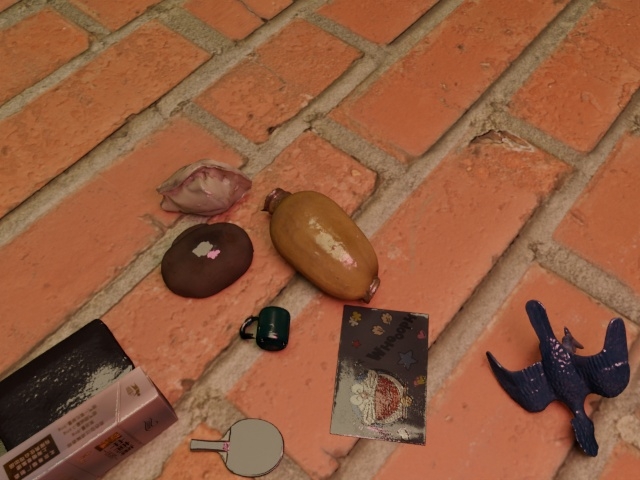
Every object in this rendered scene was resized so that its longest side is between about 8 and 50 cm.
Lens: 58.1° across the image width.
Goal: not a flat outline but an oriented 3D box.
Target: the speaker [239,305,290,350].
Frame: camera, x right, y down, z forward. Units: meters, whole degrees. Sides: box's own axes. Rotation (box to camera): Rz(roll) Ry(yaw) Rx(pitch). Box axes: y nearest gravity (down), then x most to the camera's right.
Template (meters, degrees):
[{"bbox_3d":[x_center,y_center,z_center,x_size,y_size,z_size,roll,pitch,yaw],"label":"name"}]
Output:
[{"bbox_3d":[-0.103,0.160,1.057,0.094,0.060,0.076,3,58,1],"label":"speaker"}]

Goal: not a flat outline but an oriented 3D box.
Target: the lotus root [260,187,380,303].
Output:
[{"bbox_3d":[-0.002,0.000,1.112,0.146,0.131,0.303,-36,66,-21],"label":"lotus root"}]

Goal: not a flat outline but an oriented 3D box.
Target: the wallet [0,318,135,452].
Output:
[{"bbox_3d":[-0.457,0.257,1.004,0.250,0.044,0.149,-37,66,-23],"label":"wallet"}]

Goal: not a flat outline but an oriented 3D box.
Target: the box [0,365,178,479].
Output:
[{"bbox_3d":[-0.356,0.314,0.909,0.242,0.155,0.067,-34,66,-17],"label":"box"}]

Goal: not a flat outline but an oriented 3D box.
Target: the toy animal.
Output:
[{"bbox_3d":[0.415,0.223,0.972,0.255,0.239,0.176,52,31,-17],"label":"toy animal"}]

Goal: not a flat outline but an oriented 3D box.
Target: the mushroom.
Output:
[{"bbox_3d":[-0.218,0.025,1.117,0.188,0.117,0.141,-31,76,-22],"label":"mushroom"}]

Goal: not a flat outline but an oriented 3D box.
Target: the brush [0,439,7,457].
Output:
[{"bbox_3d":[-0.595,0.377,0.952,0.205,0.011,0.083,-8,59,-4],"label":"brush"}]

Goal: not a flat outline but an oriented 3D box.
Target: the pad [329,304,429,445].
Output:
[{"bbox_3d":[0.110,0.236,1.047,0.170,0.006,0.246,6,60,4],"label":"pad"}]

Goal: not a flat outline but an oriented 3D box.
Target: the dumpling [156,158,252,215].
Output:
[{"bbox_3d":[-0.242,-0.110,1.179,0.199,0.136,0.119,-19,67,1],"label":"dumpling"}]

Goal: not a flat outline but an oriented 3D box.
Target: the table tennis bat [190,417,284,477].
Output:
[{"bbox_3d":[-0.140,0.347,0.972,0.157,0.014,0.095,3,60,-1],"label":"table tennis bat"}]
